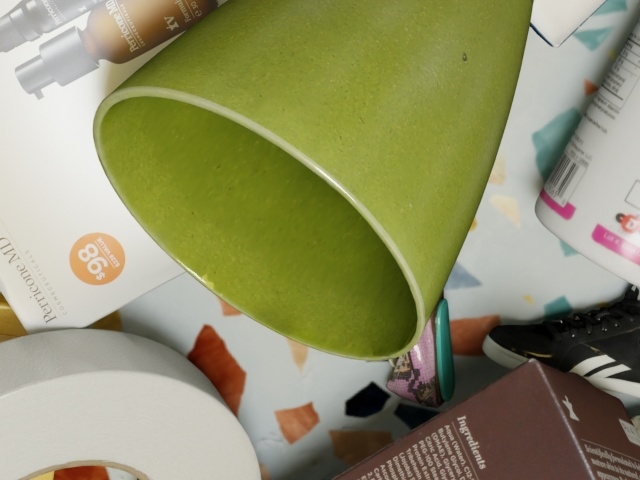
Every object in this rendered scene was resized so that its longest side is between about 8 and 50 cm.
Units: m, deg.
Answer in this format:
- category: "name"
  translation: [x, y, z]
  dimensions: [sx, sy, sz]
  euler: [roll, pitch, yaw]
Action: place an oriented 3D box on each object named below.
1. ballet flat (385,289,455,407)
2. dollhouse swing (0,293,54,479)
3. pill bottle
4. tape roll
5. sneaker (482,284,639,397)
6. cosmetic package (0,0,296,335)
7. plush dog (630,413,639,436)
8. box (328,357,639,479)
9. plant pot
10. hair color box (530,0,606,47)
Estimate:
- category: "ballet flat"
  translation: [0.083, 0.044, 1.250]
  dimensions: [0.079, 0.077, 0.221]
  euler: [6, 109, 16]
- category: "dollhouse swing"
  translation: [-0.408, 0.202, 1.174]
  dimensions: [0.305, 0.315, 0.347]
  euler: [14, 107, 4]
- category: "pill bottle"
  translation: [0.312, -0.106, 1.159]
  dimensions: [0.160, 0.160, 0.283]
  euler: [25, 106, -10]
- category: "tape roll"
  translation: [-0.236, 0.256, 1.209]
  dimensions: [0.392, 0.072, 0.392]
  euler: [-17, 128, -23]
- category: "sneaker"
  translation: [0.259, 0.071, 1.265]
  dimensions: [0.217, 0.079, 0.121]
  euler: [12, 104, -15]
- category: "cosmetic package"
  translation: [-0.200, -0.140, 1.144]
  dimensions: [0.284, 0.097, 0.377]
  euler: [-28, 107, 2]
- category: "plush dog"
  translation: [0.327, 0.318, 1.301]
  dimensions: [0.225, 0.210, 0.262]
  euler: [30, 105, -36]
- category: "box"
  translation: [0.093, 0.264, 1.206]
  dimensions: [0.381, 0.143, 0.191]
  euler: [-36, 148, 20]
- category: "plant pot"
  translation: [0.029, -0.111, 1.037]
  dimensions: [0.275, 0.275, 0.293]
  euler: [43, 64, -14]
- category: "hair color box"
  translation: [0.247, -0.339, 1.109]
  dimensions: [0.347, 0.105, 0.174]
  euler: [-43, 105, 11]
